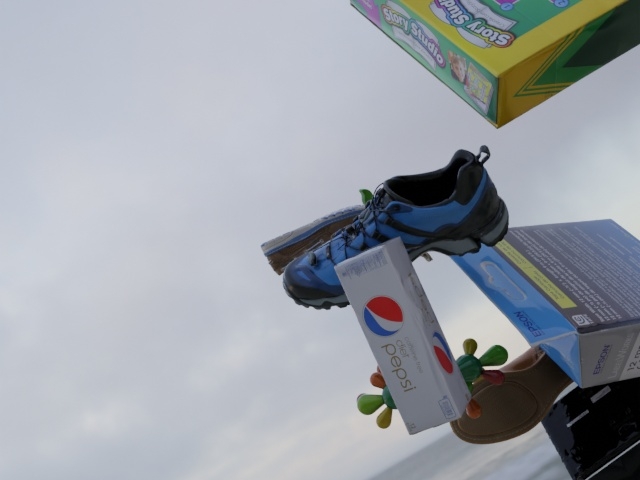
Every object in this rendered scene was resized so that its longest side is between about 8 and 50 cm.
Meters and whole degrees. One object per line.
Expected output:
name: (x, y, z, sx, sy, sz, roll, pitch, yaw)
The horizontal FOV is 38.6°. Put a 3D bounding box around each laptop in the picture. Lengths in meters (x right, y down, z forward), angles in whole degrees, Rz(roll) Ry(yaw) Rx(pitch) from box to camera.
laptop: (0.512, 0.321, 1.434, 0.234, 0.136, 0.264, -41, 27, 13)

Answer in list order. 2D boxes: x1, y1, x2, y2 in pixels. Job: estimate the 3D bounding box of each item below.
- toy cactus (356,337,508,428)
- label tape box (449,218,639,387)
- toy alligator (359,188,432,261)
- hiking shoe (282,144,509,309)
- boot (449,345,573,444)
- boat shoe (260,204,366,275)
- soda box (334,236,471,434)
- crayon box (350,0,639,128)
toy cactus: (0.146, 0.197, 1.212, 0.219, 0.112, 0.180, -11, -4, 8)
label tape box: (0.353, 0.086, 1.301, 0.348, 0.249, 0.115, -7, -55, -26)
toy alligator: (0.119, -0.010, 1.564, 0.051, 0.189, 0.056, -49, 22, -11)
hiking shoe: (0.080, -0.021, 1.156, 0.304, 0.113, 0.132, -24, -53, 5)
boot: (0.343, 0.216, 1.488, 0.283, 0.109, 0.220, -44, -9, 13)
boat shoe: (0.000, 0.000, 1.440, 0.183, 0.066, 0.066, -23, 3, 15)
soda box: (0.099, 0.109, 1.066, 0.069, 0.216, 0.074, -23, 1, 22)
crayon box: (0.263, -0.362, 1.320, 0.313, 0.363, 0.106, -31, -37, -13)
